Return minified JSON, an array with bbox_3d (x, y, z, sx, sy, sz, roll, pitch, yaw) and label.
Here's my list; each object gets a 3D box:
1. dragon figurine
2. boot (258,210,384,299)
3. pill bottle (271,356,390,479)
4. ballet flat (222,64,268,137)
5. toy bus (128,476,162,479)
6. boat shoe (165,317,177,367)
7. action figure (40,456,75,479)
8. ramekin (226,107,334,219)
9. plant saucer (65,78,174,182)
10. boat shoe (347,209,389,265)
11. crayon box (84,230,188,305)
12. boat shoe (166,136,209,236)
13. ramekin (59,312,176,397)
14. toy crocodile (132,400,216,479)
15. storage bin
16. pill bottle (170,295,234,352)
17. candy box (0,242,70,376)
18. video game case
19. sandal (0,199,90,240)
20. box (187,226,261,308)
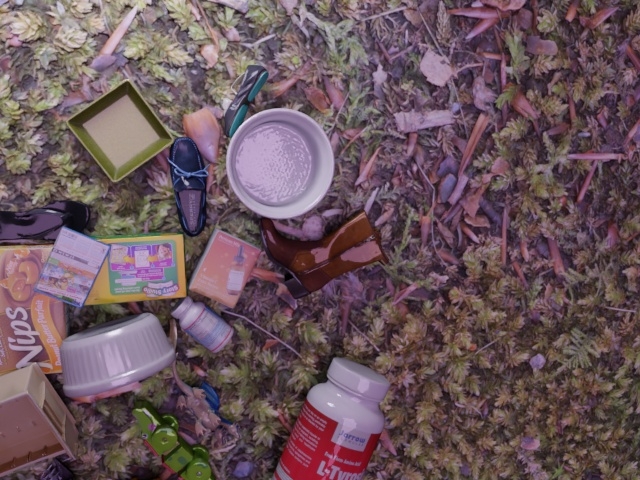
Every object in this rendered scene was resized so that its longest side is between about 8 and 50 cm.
[{"bbox_3d":[-0.322,0.438,1.624,0.085,0.144,0.289,-38,86,-6],"label":"dragon figurine"},{"bbox_3d":[0.000,0.000,1.614,0.281,0.096,0.264,-27,105,5],"label":"boot"},{"bbox_3d":[0.036,0.543,1.662,0.229,0.229,0.407,22,91,-17],"label":"pill bottle"},{"bbox_3d":[-0.209,-0.366,1.565,0.074,0.074,0.203,29,95,-17],"label":"ballet flat"},{"bbox_3d":[-0.555,0.727,1.575,0.333,0.130,0.108,-23,102,-11],"label":"toy bus"},{"bbox_3d":[-0.405,0.272,1.598,0.045,0.050,0.135,3,96,-21],"label":"boat shoe"},{"bbox_3d":[-0.740,0.692,1.510,0.285,0.185,0.099,-41,137,-22],"label":"action figure"},{"bbox_3d":[-0.113,-0.198,1.573,0.277,0.135,0.277,-2,98,-14],"label":"ramekin"},{"bbox_3d":[-0.494,-0.271,1.505,0.188,0.045,0.188,-37,105,-7],"label":"plant saucer"},{"bbox_3d":[0.147,-0.008,1.706,0.060,0.064,0.178,-37,102,-6],"label":"boat shoe"},{"bbox_3d":[-0.483,0.069,1.534,0.279,0.081,0.165,-3,98,-15],"label":"crayon box"},{"bbox_3d":[-0.325,-0.138,1.546,0.109,0.089,0.258,-14,100,-13],"label":"boat shoe"},{"bbox_3d":[-0.496,0.267,1.462,0.273,0.273,0.127,-16,95,-13],"label":"ramekin"},{"bbox_3d":[-0.386,0.562,1.608,0.105,0.115,0.340,-39,106,-7],"label":"toy crocodile"},{"bbox_3d":[-0.757,0.460,1.447,0.262,0.123,0.260,-20,121,-6],"label":"storage bin"},{"bbox_3d":[-0.314,0.218,1.597,0.160,0.087,0.087,43,85,-16],"label":"pill bottle"},{"bbox_3d":[-0.717,0.169,1.479,0.183,0.087,0.316,-2,98,-15],"label":"candy box"},{"bbox_3d":[-0.594,0.065,1.449,0.119,0.015,0.166,25,89,-19],"label":"video game case"},{"bbox_3d":[-0.693,-0.039,1.476,0.255,0.054,0.097,-10,100,-14],"label":"sandal"},{"bbox_3d":[-0.254,0.070,1.592,0.130,0.091,0.170,25,90,-17],"label":"box"}]
